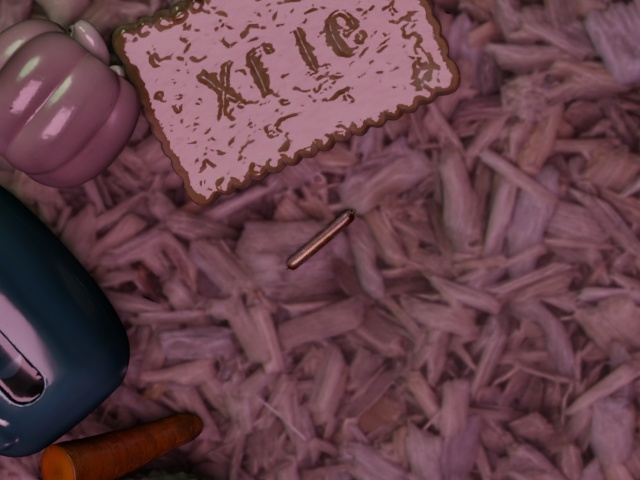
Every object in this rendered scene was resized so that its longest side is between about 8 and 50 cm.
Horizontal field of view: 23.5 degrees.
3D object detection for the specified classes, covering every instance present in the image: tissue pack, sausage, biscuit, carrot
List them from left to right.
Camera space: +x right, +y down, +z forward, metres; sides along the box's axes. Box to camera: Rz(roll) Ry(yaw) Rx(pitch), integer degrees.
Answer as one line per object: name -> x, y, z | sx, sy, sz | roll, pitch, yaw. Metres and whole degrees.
tissue pack -> -0.342, 0.082, 1.606 | 0.198, 0.206, 0.287 | -37, 102, 8
carrot -> -0.204, 0.223, 1.663 | 0.061, 0.210, 0.061 | 10, 106, 40
biscuit -> -0.036, -0.190, 1.615 | 0.325, 0.044, 0.217 | -26, 102, 6
sausage -> 0.000, 0.000, 1.678 | 0.100, 0.015, 0.015 | -41, 101, 10

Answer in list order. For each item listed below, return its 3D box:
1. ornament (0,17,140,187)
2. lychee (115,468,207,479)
ornament -> -0.267, -0.145, 1.565 | 0.178, 0.177, 0.177 | 0, 104, 0
lychee -> -0.177, 0.380, 1.662 | 0.255, 0.274, 0.255 | -13, 128, -17
